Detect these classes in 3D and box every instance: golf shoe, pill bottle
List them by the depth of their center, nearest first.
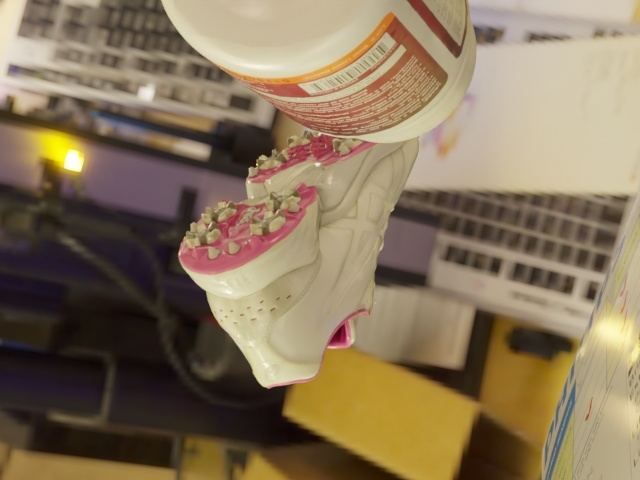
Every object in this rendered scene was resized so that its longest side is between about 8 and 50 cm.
[{"bbox_3d":[0.008,-0.119,0.947,0.121,0.221,0.121,-2,81,15],"label":"pill bottle"},{"bbox_3d":[0.000,0.000,1.426,0.115,0.306,0.140,-10,110,32],"label":"golf shoe"}]

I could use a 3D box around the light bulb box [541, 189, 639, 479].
[{"bbox_3d":[0.257,0.085,0.916,0.361,0.225,0.358,-69,-3,-65],"label":"light bulb box"}]
